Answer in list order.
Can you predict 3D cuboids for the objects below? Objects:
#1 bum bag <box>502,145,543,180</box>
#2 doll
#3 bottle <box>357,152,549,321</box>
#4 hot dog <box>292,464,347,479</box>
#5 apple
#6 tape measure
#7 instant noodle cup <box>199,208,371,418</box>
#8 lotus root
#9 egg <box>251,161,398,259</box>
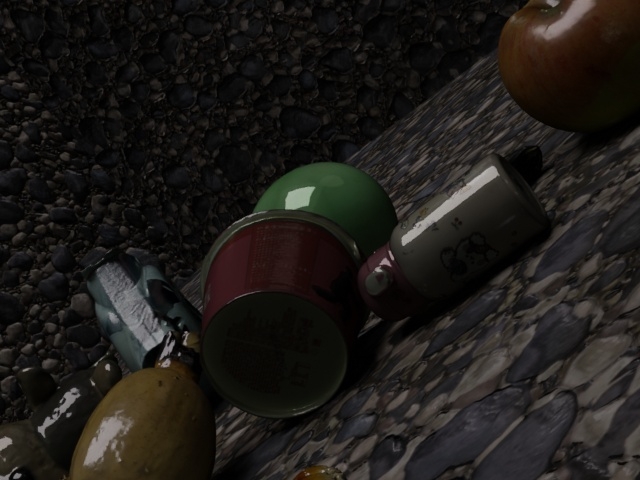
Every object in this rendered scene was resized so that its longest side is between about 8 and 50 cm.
[{"bbox_3d":[0.207,-0.046,1.432,0.232,0.060,0.107,-42,-1,-20],"label":"bum bag"},{"bbox_3d":[-0.407,0.379,1.675,0.382,0.252,0.378,-42,-26,-7],"label":"doll"},{"bbox_3d":[0.147,0.006,1.245,0.233,0.110,0.110,-38,8,18],"label":"bottle"},{"bbox_3d":[-0.013,0.251,0.792,0.144,0.075,0.268,-39,10,-3],"label":"hot dog"},{"bbox_3d":[0.357,-0.254,1.380,0.261,0.194,0.261,-41,10,9],"label":"apple"},{"bbox_3d":[-0.266,0.162,1.779,0.147,0.256,0.275,-35,-29,-7],"label":"tape measure"},{"bbox_3d":[-0.051,0.099,1.320,0.235,0.235,0.178,-38,17,19],"label":"instant noodle cup"},{"bbox_3d":[-0.205,0.242,1.277,0.183,0.183,0.310,-35,27,39],"label":"lotus root"},{"bbox_3d":[0.000,0.000,1.580,0.220,0.220,0.270,-46,-2,-34],"label":"egg"}]
